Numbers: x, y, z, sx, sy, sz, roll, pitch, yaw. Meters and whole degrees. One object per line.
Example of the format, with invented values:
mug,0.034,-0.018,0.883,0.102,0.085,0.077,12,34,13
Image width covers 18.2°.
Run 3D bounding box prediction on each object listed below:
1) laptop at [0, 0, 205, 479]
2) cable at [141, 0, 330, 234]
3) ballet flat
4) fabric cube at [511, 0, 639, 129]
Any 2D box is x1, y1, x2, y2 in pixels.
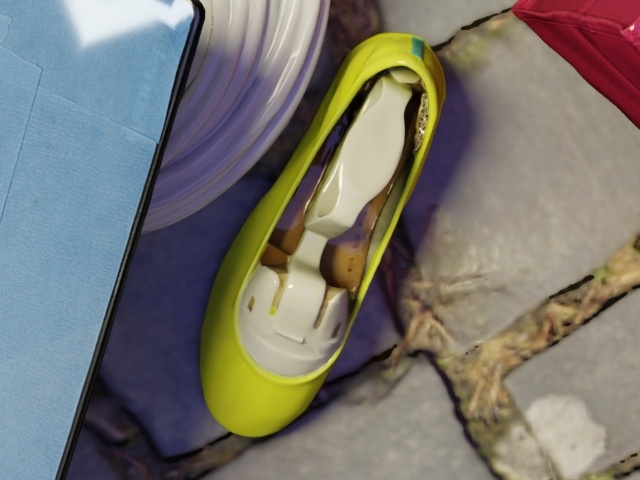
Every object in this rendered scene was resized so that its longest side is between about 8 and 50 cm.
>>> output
laptop,-0.326,0.010,0.864,0.408,0.236,0.382,6,109,-41
cable,-0.124,-0.126,0.983,0.257,0.089,0.257,-7,99,-6
ballet flat,0.000,0.000,1.020,0.077,0.077,0.231,24,96,-10
fabric cube,0.287,-0.109,0.942,0.258,0.259,0.254,43,93,-10
